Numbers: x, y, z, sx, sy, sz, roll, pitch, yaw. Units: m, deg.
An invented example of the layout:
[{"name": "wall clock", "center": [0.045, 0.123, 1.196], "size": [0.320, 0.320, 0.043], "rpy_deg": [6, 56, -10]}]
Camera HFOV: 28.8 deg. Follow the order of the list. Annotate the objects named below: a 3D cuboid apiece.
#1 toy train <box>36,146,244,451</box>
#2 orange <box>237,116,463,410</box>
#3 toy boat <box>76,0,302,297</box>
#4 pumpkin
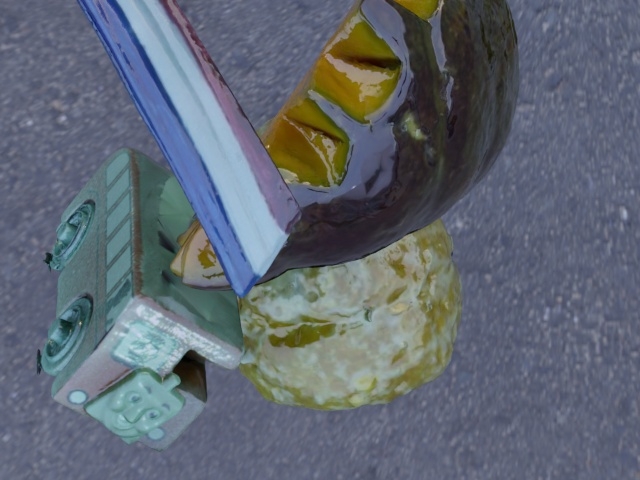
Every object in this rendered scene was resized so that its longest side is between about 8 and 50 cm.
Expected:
[{"name": "toy train", "center": [-0.162, 0.033, 1.120], "size": [0.129, 0.326, 0.159], "rpy_deg": [34, 112, -27]}, {"name": "orange", "center": [0.000, 0.000, 1.346], "size": [0.271, 0.210, 0.368], "rpy_deg": [-16, 62, 10]}, {"name": "toy boat", "center": [-0.077, -0.083, 0.547], "size": [0.046, 0.080, 0.229], "rpy_deg": [-32, 87, -6]}, {"name": "pumpkin", "center": [0.033, -0.037, 0.688], "size": [0.149, 0.130, 0.254], "rpy_deg": [30, 114, -17]}]
